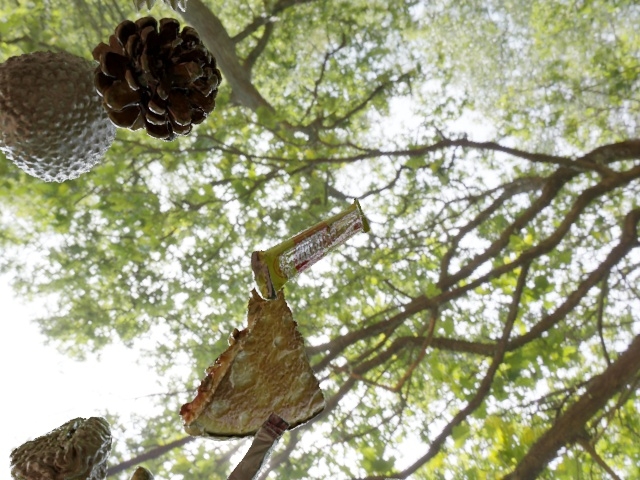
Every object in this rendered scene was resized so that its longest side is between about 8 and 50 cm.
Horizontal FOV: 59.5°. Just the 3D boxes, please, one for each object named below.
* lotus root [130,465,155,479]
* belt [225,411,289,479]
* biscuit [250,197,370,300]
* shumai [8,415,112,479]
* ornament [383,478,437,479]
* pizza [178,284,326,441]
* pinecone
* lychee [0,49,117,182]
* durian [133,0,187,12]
[{"bbox_3d":[-0.414,0.579,1.322,0.049,0.099,0.054,-21,-167,-7],"label":"lotus root"},{"bbox_3d":[-0.140,0.446,1.103,0.053,0.071,0.232,26,-120,18],"label":"belt"},{"bbox_3d":[0.000,0.000,0.606,0.026,0.048,0.292,-10,-171,24],"label":"biscuit"},{"bbox_3d":[-0.432,0.414,0.970,0.166,0.175,0.206,-15,-168,-10],"label":"shumai"},{"bbox_3d":[0.183,0.542,0.879,0.240,0.239,0.239,-12,176,29],"label":"ornament"},{"bbox_3d":[-0.144,0.295,1.412,0.130,0.440,0.406,7,-90,45],"label":"pizza"},{"bbox_3d":[-0.236,-0.233,0.816,0.195,0.179,0.150,-6,-146,32],"label":"pinecone"},{"bbox_3d":[-0.582,-0.272,1.233,0.300,0.300,0.300,-21,-143,17],"label":"lychee"},{"bbox_3d":[-0.138,-0.233,0.349,0.172,0.166,0.306,-5,-147,-33],"label":"durian"}]
